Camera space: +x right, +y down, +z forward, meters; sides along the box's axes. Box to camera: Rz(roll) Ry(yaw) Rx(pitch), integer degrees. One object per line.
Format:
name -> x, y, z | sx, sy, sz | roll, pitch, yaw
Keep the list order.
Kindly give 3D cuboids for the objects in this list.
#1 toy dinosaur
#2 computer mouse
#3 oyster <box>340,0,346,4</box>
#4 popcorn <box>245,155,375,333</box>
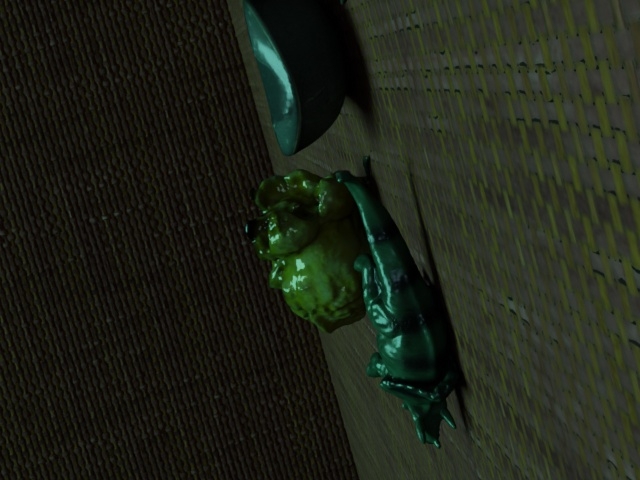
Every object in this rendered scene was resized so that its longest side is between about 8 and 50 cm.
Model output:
toy dinosaur -> 0.072, 0.062, 1.170 | 0.120, 0.079, 0.292 | -150, 41, -76
computer mouse -> -0.025, -0.208, 1.349 | 0.379, 0.090, 0.167 | -102, -1, -67
oyster -> -0.013, -0.270, 0.953 | 0.199, 0.087, 0.252 | 60, 176, 33
popcorn -> 0.002, -0.006, 1.426 | 0.168, 0.173, 0.195 | -78, -28, -48
